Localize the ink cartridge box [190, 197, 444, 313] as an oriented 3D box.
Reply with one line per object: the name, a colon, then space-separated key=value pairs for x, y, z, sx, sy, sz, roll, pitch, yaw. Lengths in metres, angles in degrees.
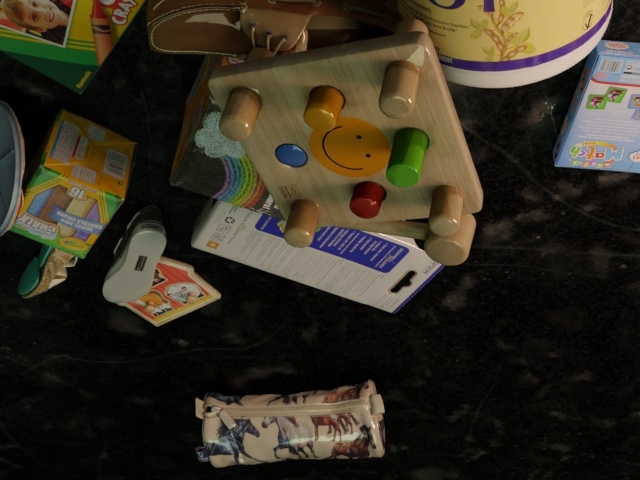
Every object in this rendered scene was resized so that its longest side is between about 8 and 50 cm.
ink cartridge box: x=0.000 y=0.000 z=1.366 sx=0.371 sy=0.069 sz=0.176 roll=21 pitch=138 yaw=-17

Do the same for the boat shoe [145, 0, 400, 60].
boat shoe: x=-0.045 y=-0.265 z=1.049 sx=0.324 sy=0.120 sz=0.122 roll=-10 pitch=156 yaw=-7

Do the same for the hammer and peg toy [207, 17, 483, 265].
hammer and peg toy: x=0.046 y=-0.074 z=1.021 sx=0.266 sy=0.127 sz=0.361 roll=-4 pitch=138 yaw=23

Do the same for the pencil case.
pencil case: x=-0.056 y=0.389 z=1.850 sx=0.410 sy=0.160 sz=0.183 roll=-6 pitch=154 yaw=11

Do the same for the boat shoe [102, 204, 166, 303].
boat shoe: x=-0.318 y=0.027 z=1.508 sx=0.077 sy=0.070 sz=0.219 roll=15 pitch=135 yaw=-26

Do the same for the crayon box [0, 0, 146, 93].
crayon box: x=-0.333 y=-0.380 z=0.999 sx=0.313 sy=0.106 sz=0.363 roll=27 pitch=134 yaw=-25

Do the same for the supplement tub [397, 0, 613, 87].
supplement tub: x=0.183 y=-0.353 z=0.900 sx=0.241 sy=0.241 sz=0.331 roll=-6 pitch=139 yaw=10

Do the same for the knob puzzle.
knob puzzle: x=-0.311 y=0.090 z=1.612 sx=0.213 sy=0.030 sz=0.213 roll=2 pitch=140 yaw=2

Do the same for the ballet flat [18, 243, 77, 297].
ballet flat: x=-0.474 y=0.046 z=1.544 sx=0.067 sy=0.073 sz=0.206 roll=11 pitch=145 yaw=-32

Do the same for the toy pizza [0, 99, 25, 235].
toy pizza: x=-0.469 y=-0.104 z=1.280 sx=0.032 sy=0.201 sz=0.201 roll=1 pitch=148 yaw=-41

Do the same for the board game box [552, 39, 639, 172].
board game box: x=0.437 y=-0.184 z=1.238 sx=0.160 sy=0.039 sz=0.211 roll=4 pitch=139 yaw=-2

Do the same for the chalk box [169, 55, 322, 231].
chalk box: x=-0.036 y=-0.148 z=1.204 sx=0.289 sy=0.179 sz=0.180 roll=17 pitch=137 yaw=-18

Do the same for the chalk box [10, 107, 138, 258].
chalk box: x=-0.393 y=-0.072 z=1.347 sx=0.132 sy=0.132 sz=0.213 roll=25 pitch=134 yaw=-24
